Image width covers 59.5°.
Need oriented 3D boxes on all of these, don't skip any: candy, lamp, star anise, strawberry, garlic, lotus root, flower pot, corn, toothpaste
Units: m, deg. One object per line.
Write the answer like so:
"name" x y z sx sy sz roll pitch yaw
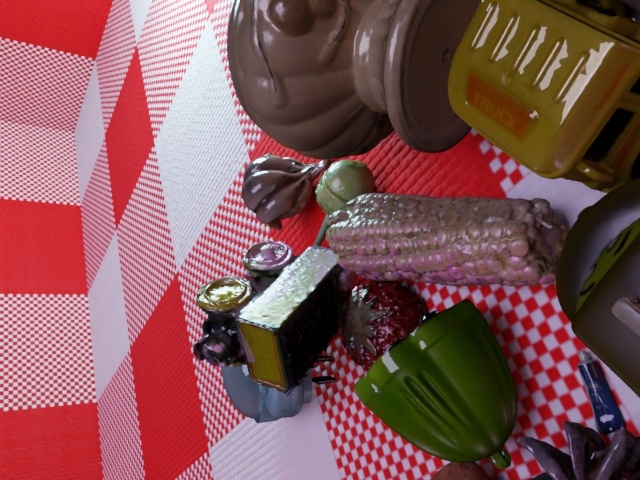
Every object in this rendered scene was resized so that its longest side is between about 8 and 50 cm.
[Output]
"candy" 0.000 0.000 0.952 0.335 0.092 0.093 117 154 -43
"lamp" -0.095 0.220 0.989 0.284 0.147 0.209 -1 93 56
"star anise" 0.270 0.257 0.529 0.204 0.061 0.180 -54 46 38
"strawberry" 0.081 0.124 0.800 0.145 0.086 0.145 -9 78 53
"garlic" -0.057 -0.101 1.011 0.194 0.127 0.131 -27 59 30
"lotus root" 0.155 0.184 0.636 0.186 0.186 0.186 -9 79 55
"flower pot" 0.065 -0.240 0.699 0.244 0.308 0.307 21 105 38
"corn" 0.140 0.003 0.700 0.335 0.127 0.126 6 92 54
"toothpaste" 0.279 0.153 0.566 0.027 0.019 0.083 -28 67 32

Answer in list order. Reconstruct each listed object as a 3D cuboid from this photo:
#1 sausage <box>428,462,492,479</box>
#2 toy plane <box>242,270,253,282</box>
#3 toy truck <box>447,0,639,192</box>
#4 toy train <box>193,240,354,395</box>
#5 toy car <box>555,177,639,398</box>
"sausage" 0.208 0.363 0.588 0.289 0.086 0.086 58 132 43
"toy plane" -0.145 0.094 1.158 0.189 0.061 0.130 -28 65 56
"toy truck" 0.264 -0.235 0.434 0.180 0.254 0.405 53 132 38
"toy train" -0.066 0.101 0.844 0.178 0.261 0.134 10 125 29
"toy car" 0.282 0.053 0.412 0.248 0.198 0.204 56 131 43
